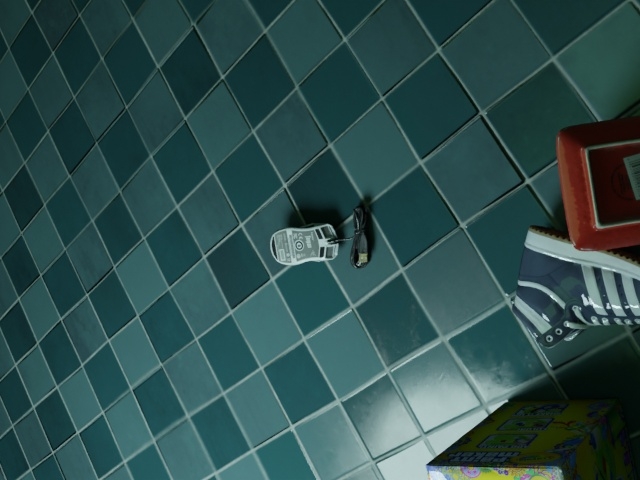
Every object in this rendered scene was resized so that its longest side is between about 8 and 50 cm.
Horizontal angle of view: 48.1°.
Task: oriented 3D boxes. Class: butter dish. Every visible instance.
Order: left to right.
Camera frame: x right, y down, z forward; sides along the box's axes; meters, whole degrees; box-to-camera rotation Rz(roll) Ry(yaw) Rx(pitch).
[{"bbox_3d":[0.374,-0.071,0.937,0.159,0.118,0.160,-9,89,-5],"label":"butter dish"}]

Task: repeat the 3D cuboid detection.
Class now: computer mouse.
[{"bbox_3d":[0.000,0.000,1.248,0.193,0.042,0.106,-5,98,30],"label":"computer mouse"}]

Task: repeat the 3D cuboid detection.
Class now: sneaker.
[{"bbox_3d":[0.387,0.092,0.949,0.282,0.099,0.153,24,104,38],"label":"sneaker"}]

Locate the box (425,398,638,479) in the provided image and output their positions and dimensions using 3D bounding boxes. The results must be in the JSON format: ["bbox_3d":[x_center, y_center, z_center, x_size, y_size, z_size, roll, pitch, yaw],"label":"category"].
[{"bbox_3d":[0.300,0.387,0.937,0.177,0.279,0.290,-11,89,35],"label":"box"}]
